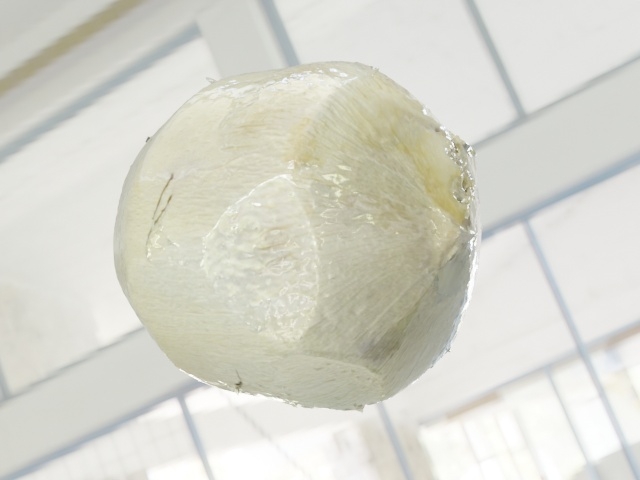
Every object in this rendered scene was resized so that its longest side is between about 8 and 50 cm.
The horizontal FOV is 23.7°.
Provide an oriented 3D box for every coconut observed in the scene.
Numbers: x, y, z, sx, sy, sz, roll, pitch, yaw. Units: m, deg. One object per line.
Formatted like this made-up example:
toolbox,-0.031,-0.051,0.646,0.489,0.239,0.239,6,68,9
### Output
coconut,0.000,0.000,1.489,0.360,0.346,0.346,6,7,37
